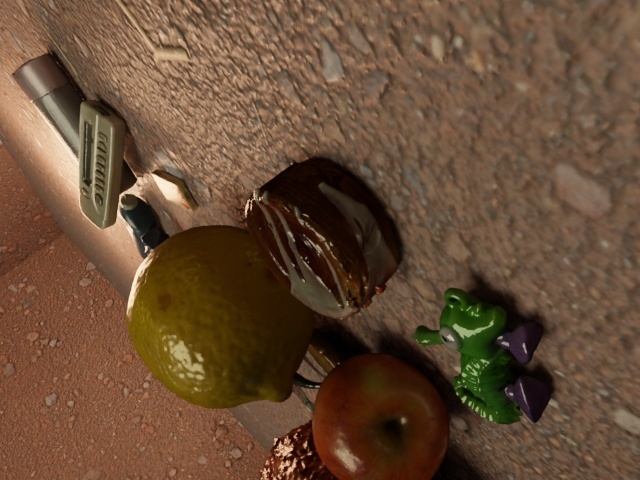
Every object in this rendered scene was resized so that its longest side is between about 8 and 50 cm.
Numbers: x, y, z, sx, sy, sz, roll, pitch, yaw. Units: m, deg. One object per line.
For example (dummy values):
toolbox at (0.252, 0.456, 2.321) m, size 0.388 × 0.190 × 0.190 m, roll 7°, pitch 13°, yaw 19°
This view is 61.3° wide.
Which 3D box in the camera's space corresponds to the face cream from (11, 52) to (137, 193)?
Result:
face cream at (-0.446, -0.204, 0.991) m, size 0.107 × 0.073 × 0.269 m, roll -4°, pitch 126°, yaw 42°

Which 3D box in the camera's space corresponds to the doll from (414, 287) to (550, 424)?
doll at (0.142, 0.110, 0.478) m, size 0.115 × 0.050 × 0.190 m, roll 17°, pitch 144°, yaw 44°

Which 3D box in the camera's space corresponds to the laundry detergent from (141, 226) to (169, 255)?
laundry detergent at (-0.264, 0.094, 1.093) m, size 0.214 × 0.105 × 0.281 m, roll 11°, pitch 134°, yaw 36°

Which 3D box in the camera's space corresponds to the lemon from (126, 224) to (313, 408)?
lemon at (-0.123, 0.100, 0.704) m, size 0.253 × 0.228 × 0.228 m, roll 29°, pitch 150°, yaw 31°

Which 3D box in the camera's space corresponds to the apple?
apple at (0.067, 0.214, 0.638) m, size 0.163 × 0.163 × 0.139 m, roll 47°, pitch 164°, yaw 3°

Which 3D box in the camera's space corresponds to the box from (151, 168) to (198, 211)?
box at (-0.242, -0.083, 0.894) m, size 0.093 × 0.015 × 0.058 m, roll 24°, pitch 148°, yaw 44°

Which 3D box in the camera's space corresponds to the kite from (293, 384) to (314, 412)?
kite at (-0.026, 0.367, 1.226) m, size 0.152 × 0.005 × 0.137 m, roll 9°, pitch 135°, yaw 55°

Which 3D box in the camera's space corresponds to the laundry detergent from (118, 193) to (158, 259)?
laundry detergent at (-0.391, -0.032, 1.181) m, size 0.097 × 0.061 × 0.206 m, roll 46°, pitch 157°, yaw 27°

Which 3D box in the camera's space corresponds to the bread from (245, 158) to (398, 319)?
bread at (0.000, 0.000, 0.526) m, size 0.160 × 0.073 × 0.160 m, roll 35°, pitch 151°, yaw 23°

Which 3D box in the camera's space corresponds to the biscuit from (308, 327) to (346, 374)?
biscuit at (0.025, 0.189, 0.802) m, size 0.188 × 0.027 × 0.188 m, roll 46°, pitch 167°, yaw 14°

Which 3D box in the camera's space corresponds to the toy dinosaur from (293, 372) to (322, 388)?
toy dinosaur at (-0.074, 0.200, 0.948) m, size 0.179 × 0.087 × 0.187 m, roll 32°, pitch 153°, yaw 36°

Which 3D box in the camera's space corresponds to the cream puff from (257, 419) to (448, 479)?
cream puff at (0.062, 0.383, 0.790) m, size 0.350 × 0.229 × 0.350 m, roll 19°, pitch 176°, yaw 1°

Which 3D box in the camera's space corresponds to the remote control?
remote control at (-0.381, -0.127, 0.945) m, size 0.090 × 0.049 × 0.230 m, roll 38°, pitch 130°, yaw 22°
